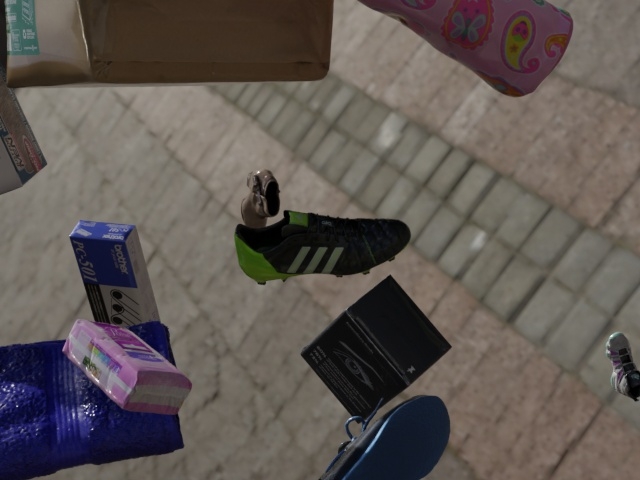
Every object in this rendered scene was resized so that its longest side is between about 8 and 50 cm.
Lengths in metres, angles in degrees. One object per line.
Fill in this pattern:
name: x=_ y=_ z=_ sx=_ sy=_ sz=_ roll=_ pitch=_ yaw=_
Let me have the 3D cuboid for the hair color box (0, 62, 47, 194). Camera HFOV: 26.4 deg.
hair color box: x=-0.576 y=-0.112 z=1.891 sx=0.347 sy=0.174 sz=0.105 roll=-18 pitch=16 yaw=16

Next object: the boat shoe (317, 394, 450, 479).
boat shoe: x=0.051 y=0.251 z=1.563 sx=0.089 sy=0.109 sz=0.258 roll=-13 pitch=11 yaw=44

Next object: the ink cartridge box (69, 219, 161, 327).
ink cartridge box: x=-0.321 y=0.064 z=2.143 sx=0.097 sy=0.207 sz=0.046 roll=5 pitch=40 yaw=17

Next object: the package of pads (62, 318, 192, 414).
package of pads: x=-0.129 y=0.085 z=0.909 sx=0.083 sy=0.050 sz=0.032 roll=33 pitch=101 yaw=42

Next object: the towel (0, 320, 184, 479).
towel: x=-0.320 y=0.186 z=1.605 sx=0.308 sy=0.076 sz=0.228 roll=-11 pitch=31 yaw=-6

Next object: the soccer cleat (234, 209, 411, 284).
soccer cleat: x=0.000 y=0.000 z=1.365 sx=0.178 sy=0.072 sz=0.060 roll=-10 pitch=42 yaw=11

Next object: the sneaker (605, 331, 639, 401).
sneaker: x=0.437 y=0.181 z=1.921 sx=0.038 sy=0.098 sz=0.069 roll=-22 pitch=25 yaw=-13

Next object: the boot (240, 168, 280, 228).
boot: x=-0.085 y=-0.049 z=2.015 sx=0.087 sy=0.042 sz=0.118 roll=-147 pitch=49 yaw=-61

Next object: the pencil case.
pencil case: x=0.135 y=-0.268 z=1.484 sx=0.124 sy=0.284 sz=0.124 roll=-54 pitch=15 yaw=22

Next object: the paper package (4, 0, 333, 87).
paper package: x=-0.194 y=-0.267 z=1.627 sx=0.325 sy=0.309 sz=0.168 roll=11 pitch=103 yaw=60

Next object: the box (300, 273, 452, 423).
box: x=0.083 y=0.172 z=2.125 sx=0.108 sy=0.153 sz=0.207 roll=-37 pitch=-5 yaw=-32
